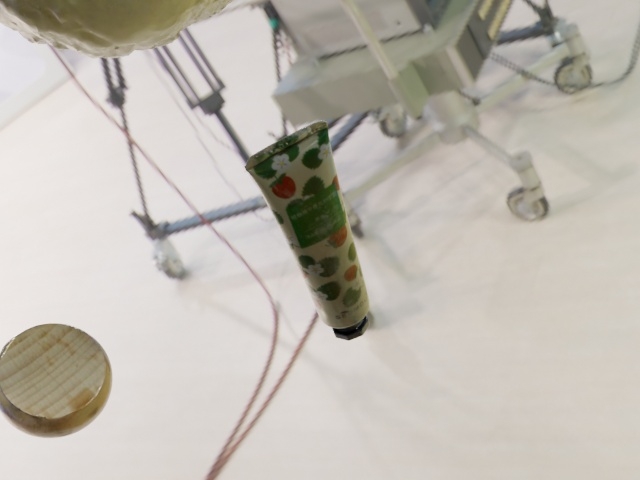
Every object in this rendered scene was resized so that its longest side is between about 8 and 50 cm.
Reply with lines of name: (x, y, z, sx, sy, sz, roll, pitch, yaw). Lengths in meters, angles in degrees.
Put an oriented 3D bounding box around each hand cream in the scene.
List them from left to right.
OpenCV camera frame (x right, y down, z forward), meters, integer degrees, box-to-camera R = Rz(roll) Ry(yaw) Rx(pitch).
hand cream: (0.000, 0.000, 1.041, 0.095, 0.276, 0.059, -30, 40, -11)

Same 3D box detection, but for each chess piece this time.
chess piece: (-0.191, 0.099, 0.696, 0.084, 0.038, 0.083, 8, 53, -11)

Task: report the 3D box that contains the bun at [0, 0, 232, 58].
bun: (-0.208, -0.343, 0.946, 0.349, 0.352, 0.227, -38, -10, -12)
